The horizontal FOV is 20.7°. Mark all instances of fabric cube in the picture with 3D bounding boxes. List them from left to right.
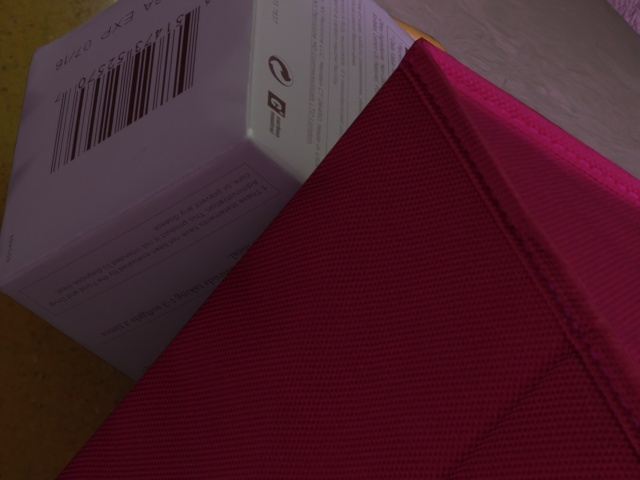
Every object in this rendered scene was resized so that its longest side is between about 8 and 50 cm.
[{"bbox_3d":[0.068,0.158,0.456,0.254,0.258,0.259,30,21,-31],"label":"fabric cube"}]

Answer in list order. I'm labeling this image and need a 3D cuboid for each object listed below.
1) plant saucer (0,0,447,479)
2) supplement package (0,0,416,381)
[{"bbox_3d":[-0.020,0.003,0.715,0.332,0.081,0.333,17,54,-49],"label":"plant saucer"},{"bbox_3d":[0.000,0.000,0.567,0.179,0.105,0.105,39,36,-35],"label":"supplement package"}]
